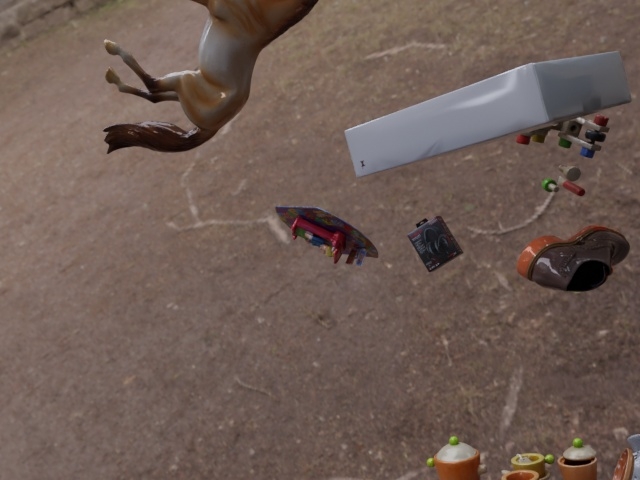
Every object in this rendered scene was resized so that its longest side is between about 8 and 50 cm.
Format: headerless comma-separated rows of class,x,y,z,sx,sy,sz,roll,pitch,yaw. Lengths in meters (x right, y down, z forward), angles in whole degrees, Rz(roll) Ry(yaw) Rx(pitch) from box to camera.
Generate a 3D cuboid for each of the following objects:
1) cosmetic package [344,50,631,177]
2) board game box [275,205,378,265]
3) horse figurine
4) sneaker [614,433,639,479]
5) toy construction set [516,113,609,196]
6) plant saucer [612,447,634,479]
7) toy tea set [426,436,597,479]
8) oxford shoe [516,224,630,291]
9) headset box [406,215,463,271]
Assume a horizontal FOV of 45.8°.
cosmetic package,0.273,-0.207,1.266,0.377,0.097,0.284,-12,6,46
board game box,0.000,0.000,1.107,0.169,0.133,0.033,5,62,51
horse figurine,-0.114,-0.185,0.724,0.263,0.175,0.066,-63,-2,22
sneaker,0.671,0.385,1.447,0.210,0.365,0.137,-6,19,38
toy construction set,0.632,-0.289,2.086,0.258,0.308,0.237,-15,19,-3
plant saucer,0.446,0.348,1.117,0.013,0.083,0.083,17,45,14
toy tea set,0.383,0.451,1.530,0.336,0.124,0.200,-10,1,-8
oxford shoe,0.437,0.042,1.237,0.272,0.096,0.098,-10,36,-38
headset box,0.190,0.002,1.274,0.062,0.083,0.032,-34,-11,22
